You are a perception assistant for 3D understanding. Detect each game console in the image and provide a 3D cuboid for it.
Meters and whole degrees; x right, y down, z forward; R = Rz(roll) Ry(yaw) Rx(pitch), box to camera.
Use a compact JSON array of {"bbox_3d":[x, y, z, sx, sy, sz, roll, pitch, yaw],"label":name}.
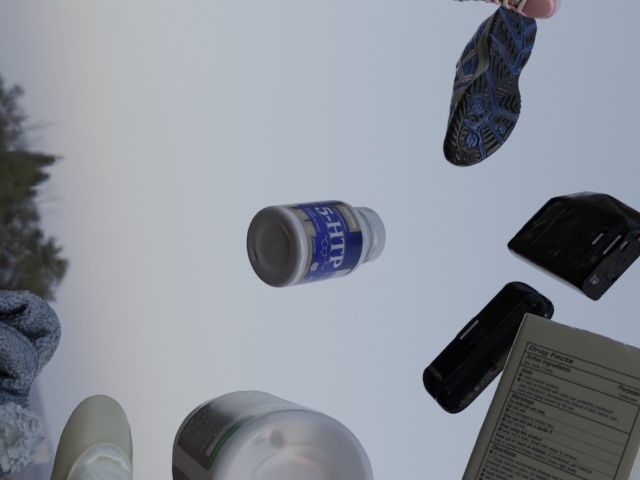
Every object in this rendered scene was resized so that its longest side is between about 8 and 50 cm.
[{"bbox_3d":[0.271,0.077,1.221,0.044,0.361,0.213,44,1,-19],"label":"game console"}]

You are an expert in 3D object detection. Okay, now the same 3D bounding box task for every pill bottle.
[{"bbox_3d":[-0.084,0.305,1.203,0.361,0.204,0.204,169,-90,-71],"label":"pill bottle"},{"bbox_3d":[0.000,0.000,1.269,0.112,0.187,0.112,8,-78,43],"label":"pill bottle"}]

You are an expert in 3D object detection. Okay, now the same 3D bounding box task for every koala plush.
[{"bbox_3d":[-0.398,0.185,1.082,0.196,0.203,0.221,-34,-120,35],"label":"koala plush"}]

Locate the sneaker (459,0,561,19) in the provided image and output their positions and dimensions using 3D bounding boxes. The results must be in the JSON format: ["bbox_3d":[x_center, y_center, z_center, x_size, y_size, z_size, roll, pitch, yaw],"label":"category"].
[{"bbox_3d":[0.177,-0.259,0.940,0.134,0.070,0.051,37,-33,10],"label":"sneaker"}]

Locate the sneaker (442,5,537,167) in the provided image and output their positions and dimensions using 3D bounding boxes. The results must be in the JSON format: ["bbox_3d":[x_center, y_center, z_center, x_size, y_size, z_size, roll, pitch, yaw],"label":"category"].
[{"bbox_3d":[0.201,-0.185,1.119,0.211,0.080,0.081,-67,-163,-8],"label":"sneaker"}]

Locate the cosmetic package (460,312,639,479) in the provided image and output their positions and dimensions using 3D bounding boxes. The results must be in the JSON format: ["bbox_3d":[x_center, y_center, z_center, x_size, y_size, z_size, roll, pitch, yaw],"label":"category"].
[{"bbox_3d":[0.228,0.240,0.872,0.153,0.129,0.296,18,-100,35],"label":"cosmetic package"}]

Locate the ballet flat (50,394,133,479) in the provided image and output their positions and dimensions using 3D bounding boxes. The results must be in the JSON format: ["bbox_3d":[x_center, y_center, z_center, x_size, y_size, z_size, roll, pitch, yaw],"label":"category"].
[{"bbox_3d":[-0.214,0.269,0.847,0.086,0.086,0.248,149,-48,-69],"label":"ballet flat"}]
